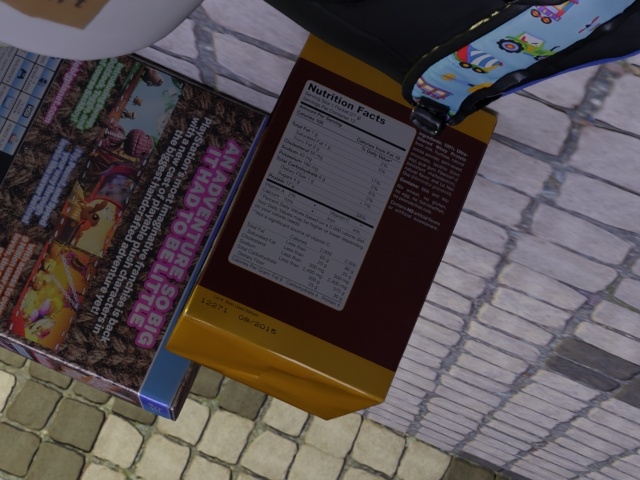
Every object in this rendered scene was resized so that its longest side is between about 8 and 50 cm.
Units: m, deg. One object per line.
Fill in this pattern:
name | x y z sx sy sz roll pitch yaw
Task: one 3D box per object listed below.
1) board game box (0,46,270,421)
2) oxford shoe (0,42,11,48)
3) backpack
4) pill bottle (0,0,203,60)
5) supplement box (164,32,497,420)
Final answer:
board game box | -0.198 -0.025 1.022 0.291 0.232 0.141 24 167 -1
oxford shoe | -0.328 -0.178 0.883 0.449 0.130 0.169 10 -159 42
backpack | 0.050 -0.125 0.481 0.158 0.117 0.173 30 166 -22
pill bottle | -0.030 -0.157 0.343 0.131 0.131 0.229 30 140 -23
supplement box | 0.000 0.000 0.868 0.129 0.194 0.191 25 166 -5
